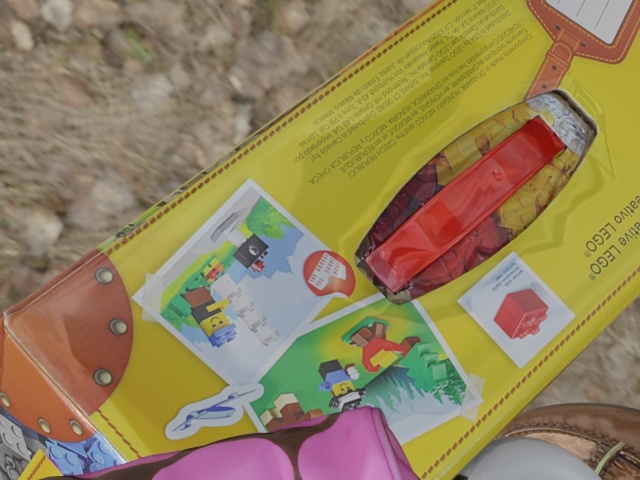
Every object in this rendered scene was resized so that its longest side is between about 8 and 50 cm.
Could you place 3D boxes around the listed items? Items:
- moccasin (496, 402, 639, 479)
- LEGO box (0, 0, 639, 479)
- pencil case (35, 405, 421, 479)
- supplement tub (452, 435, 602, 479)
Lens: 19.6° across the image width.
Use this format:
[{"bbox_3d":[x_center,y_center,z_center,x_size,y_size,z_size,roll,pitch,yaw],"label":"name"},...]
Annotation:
[{"bbox_3d":[0.320,0.263,1.682,0.380,0.139,0.147,27,49,26],"label":"moccasin"},{"bbox_3d":[0.012,0.057,1.073,0.193,0.372,0.500,47,55,6],"label":"LEGO box"},{"bbox_3d":[-0.060,0.116,0.602,0.209,0.098,0.095,-14,91,-11],"label":"pencil case"},{"bbox_3d":[0.074,0.280,1.407,0.316,0.194,0.193,-31,67,47],"label":"supplement tub"}]
